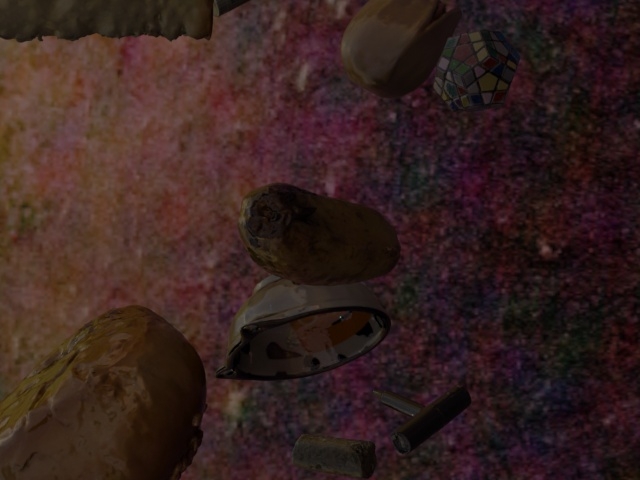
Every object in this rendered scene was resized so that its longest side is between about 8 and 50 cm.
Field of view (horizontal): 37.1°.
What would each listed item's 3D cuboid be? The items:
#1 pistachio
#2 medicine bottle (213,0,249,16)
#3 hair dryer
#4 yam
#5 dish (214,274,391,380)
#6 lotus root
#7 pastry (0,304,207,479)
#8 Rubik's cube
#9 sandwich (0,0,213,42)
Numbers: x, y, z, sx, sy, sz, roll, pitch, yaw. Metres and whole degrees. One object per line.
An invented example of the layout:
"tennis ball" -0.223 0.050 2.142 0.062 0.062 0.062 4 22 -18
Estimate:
"pistachio" 0.142 -0.358 1.663 0.166 0.288 0.197 46 140 -12
"medicine bottle" -0.113 -0.335 1.267 0.047 0.083 0.047 50 162 23
"hair dryer" 0.140 0.303 1.688 0.195 0.173 0.050 3 111 46
"yam" 0.025 0.427 1.898 0.179 0.078 0.078 2 90 32
"dish" -0.034 0.125 1.565 0.303 0.303 0.120 -46 50 45
"lotus root" 0.000 0.000 1.040 0.097 0.258 0.110 -38 60 28
"pastry" -0.333 0.285 1.431 0.245 0.409 0.409 52 148 -16
"Rubik's cube" 0.192 -0.209 1.179 0.111 0.093 0.111 19 -90 -83
"sandwich" -0.225 -0.291 0.720 0.131 0.325 0.262 45 134 47
